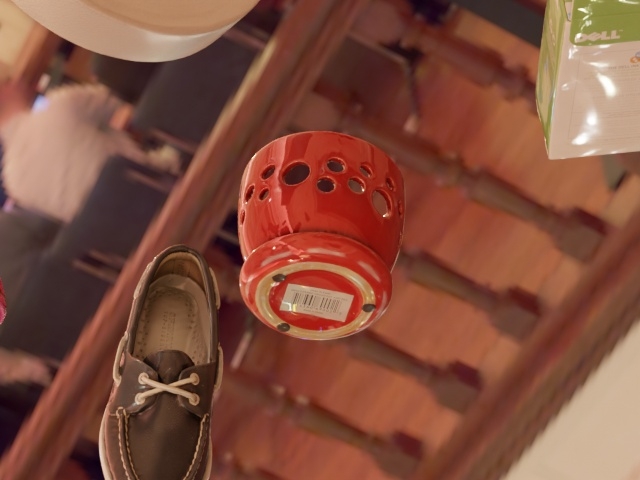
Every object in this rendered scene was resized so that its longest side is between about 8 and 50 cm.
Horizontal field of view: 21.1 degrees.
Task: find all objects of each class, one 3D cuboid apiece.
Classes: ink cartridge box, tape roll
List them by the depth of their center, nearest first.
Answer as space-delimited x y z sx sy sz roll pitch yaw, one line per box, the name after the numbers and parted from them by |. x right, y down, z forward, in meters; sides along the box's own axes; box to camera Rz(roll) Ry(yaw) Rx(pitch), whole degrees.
0.211 -0.144 1.168 0.209 0.109 0.062 86 178 -57 | ink cartridge box
-0.218 -0.379 1.847 0.072 0.392 0.392 -32 35 46 | tape roll

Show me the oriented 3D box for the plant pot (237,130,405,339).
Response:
0.000 0.000 1.913 0.191 0.191 0.174 -50 26 40 | plant pot

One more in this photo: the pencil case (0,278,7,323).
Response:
-0.333 -0.020 1.481 0.098 0.095 0.209 74 179 -74 | pencil case

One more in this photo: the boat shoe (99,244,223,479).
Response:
-0.152 0.133 1.663 0.091 0.114 0.302 105 165 -45 | boat shoe
